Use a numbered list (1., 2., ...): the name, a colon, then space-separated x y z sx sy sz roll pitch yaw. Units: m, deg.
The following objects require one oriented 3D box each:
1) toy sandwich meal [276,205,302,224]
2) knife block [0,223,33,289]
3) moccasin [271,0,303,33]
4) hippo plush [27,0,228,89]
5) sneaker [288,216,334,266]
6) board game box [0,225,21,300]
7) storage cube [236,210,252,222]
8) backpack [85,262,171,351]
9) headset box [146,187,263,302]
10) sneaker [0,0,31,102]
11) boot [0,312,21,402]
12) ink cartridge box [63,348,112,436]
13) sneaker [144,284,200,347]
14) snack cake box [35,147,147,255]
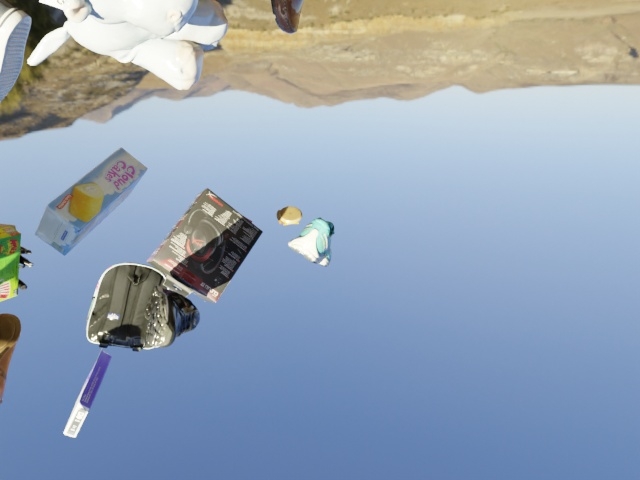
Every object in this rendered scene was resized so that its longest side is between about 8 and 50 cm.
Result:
1. toy sandwich meal: -0.101 -0.078 1.476 0.086 0.029 0.085 2 -131 -3
2. knife block: -0.997 0.080 1.388 0.276 0.241 0.088 -27 162 25
3. moccasin: -0.031 -0.744 1.202 0.147 0.379 0.139 19 -177 13
4. hippo plush: -0.277 -0.374 0.643 0.295 0.234 0.236 7 177 -14
5. sneaker: 0.000 0.000 1.173 0.107 0.109 0.275 35 -179 5
6. board game box: -0.775 0.063 1.078 0.043 0.181 0.092 27 -156 16
7. storage cube: -0.426 -0.026 1.906 0.184 0.215 0.193 33 -116 -3
8. backpack: -0.578 0.194 1.399 0.225 0.253 0.191 11 178 -13
9. headset box: -0.347 0.029 1.341 0.110 0.218 0.293 -10 -135 59
10. sneaker: -0.741 -0.420 0.996 0.321 0.128 0.126 -32 -147 42
11. boot: -0.957 0.380 1.331 0.109 0.220 0.283 6 -135 -31
12. ink cartridge box: -0.708 0.454 1.395 0.045 0.208 0.206 24 -152 -19
13. sneaker: -0.343 0.179 1.090 0.124 0.107 0.283 19 -176 -24
14. snack cake box: -0.571 -0.102 1.138 0.152 0.089 0.264 -36 -160 43
